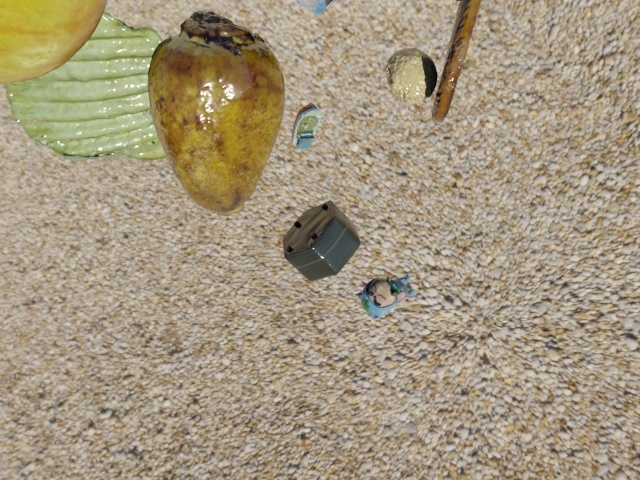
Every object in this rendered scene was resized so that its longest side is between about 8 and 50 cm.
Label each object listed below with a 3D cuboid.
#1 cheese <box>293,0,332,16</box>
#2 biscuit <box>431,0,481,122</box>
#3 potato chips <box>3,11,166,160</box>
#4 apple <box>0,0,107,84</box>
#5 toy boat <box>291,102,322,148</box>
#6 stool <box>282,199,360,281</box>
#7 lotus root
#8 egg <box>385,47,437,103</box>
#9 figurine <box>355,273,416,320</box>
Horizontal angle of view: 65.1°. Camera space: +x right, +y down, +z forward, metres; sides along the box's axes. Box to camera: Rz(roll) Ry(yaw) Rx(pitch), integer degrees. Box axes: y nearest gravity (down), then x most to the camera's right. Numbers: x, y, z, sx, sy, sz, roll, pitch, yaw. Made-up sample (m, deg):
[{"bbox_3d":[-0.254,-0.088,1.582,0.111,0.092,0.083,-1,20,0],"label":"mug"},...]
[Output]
[{"bbox_3d":[-0.013,-0.743,1.498,0.135,0.244,0.052,-38,84,21],"label":"cheese"},{"bbox_3d":[0.299,-0.420,1.106,0.040,0.318,0.318,16,86,7],"label":"biscuit"},{"bbox_3d":[-0.449,-0.319,1.051,0.373,0.389,0.097,-55,41,47],"label":"potato chips"},{"bbox_3d":[-0.396,-0.331,0.509,0.339,0.339,0.340,-3,80,17],"label":"apple"},{"bbox_3d":[-0.038,-0.324,1.432,0.069,0.173,0.059,-9,63,-24],"label":"toy boat"},{"bbox_3d":[0.000,0.000,1.512,0.232,0.141,0.232,-33,29,21],"label":"stool"},{"bbox_3d":[-0.085,-0.088,0.432,0.108,0.191,0.094,0,37,-7],"label":"lotus root"},{"bbox_3d":[0.206,-0.373,1.141,0.118,0.116,0.140,-20,60,-7],"label":"egg"},{"bbox_3d":[0.200,0.144,1.435,0.178,0.144,0.114,-17,71,-29],"label":"figurine"}]
